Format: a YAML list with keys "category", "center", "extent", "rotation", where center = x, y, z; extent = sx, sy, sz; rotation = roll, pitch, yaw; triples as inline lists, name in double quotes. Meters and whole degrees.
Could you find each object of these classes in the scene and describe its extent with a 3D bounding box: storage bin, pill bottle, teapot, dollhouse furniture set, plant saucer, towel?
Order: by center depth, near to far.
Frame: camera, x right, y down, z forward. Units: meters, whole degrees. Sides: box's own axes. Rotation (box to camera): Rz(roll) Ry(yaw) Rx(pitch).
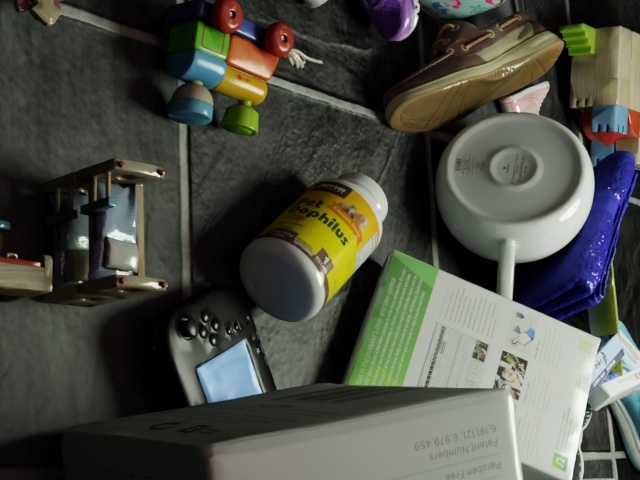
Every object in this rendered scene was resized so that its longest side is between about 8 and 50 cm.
- category: "dollhouse furniture set"
  center: [-0.259, -0.011, 1.081]
  extent: [0.183, 0.129, 0.129]
  rotation: [10, 73, -47]
- category: "pill bottle"
  center: [0.000, 0.000, 1.387]
  extent: [0.215, 0.117, 0.117]
  rotation: [-46, 114, -45]
- category: "teapot"
  center: [0.295, -0.054, 1.686]
  extent: [0.256, 0.252, 0.187]
  rotation: [-33, 147, -13]
- category: "towel"
  center: [0.392, 0.015, 1.750]
  extent: [0.076, 0.227, 0.308]
  rotation: [39, 51, -9]
- category: "plant saucer"
  center: [0.452, 0.092, 1.780]
  extent: [0.188, 0.045, 0.188]
  rotation: [-72, 152, -57]
- category: "storage bin"
  center: [0.276, -0.356, 1.834]
  extent: [0.091, 0.098, 0.135]
  rotation: [-3, 82, -21]

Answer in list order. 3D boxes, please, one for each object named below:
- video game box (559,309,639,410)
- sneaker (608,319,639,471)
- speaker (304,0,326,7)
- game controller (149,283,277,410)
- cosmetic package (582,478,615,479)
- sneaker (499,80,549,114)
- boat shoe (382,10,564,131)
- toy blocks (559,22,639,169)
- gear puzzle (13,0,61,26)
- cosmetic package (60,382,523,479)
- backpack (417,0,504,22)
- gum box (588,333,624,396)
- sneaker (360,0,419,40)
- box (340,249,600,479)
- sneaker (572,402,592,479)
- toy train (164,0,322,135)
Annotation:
- category: "video game box"
  center: [0.442, 0.173, 1.831]
  extent: [0.187, 0.048, 0.205]
  rotation: [-7, 53, -52]
- category: "sneaker"
  center: [0.616, 0.262, 1.956]
  extent: [0.127, 0.208, 0.319]
  rotation: [-43, 112, -44]
- category: "speaker"
  center: [-0.037, -0.379, 1.497]
  extent: [0.136, 0.055, 0.055]
  rotation: [43, 51, -34]
- category: "game controller"
  center: [-0.096, 0.212, 1.259]
  extent: [0.166, 0.067, 0.319]
  rotation: [-25, 99, -49]
- category: "cosmetic package"
  center: [0.422, 0.606, 1.728]
  extent: [0.377, 0.097, 0.284]
  rotation: [-51, 121, -43]
- category: "sneaker"
  center: [0.359, -0.230, 1.917]
  extent: [0.134, 0.051, 0.070]
  rotation: [-28, 103, -46]
- category: "boat shoe"
  center: [0.216, -0.272, 1.696]
  extent: [0.342, 0.123, 0.123]
  rotation: [-27, 70, -25]
- category: "toy blocks"
  center: [0.587, -0.247, 2.111]
  extent: [0.381, 0.190, 0.261]
  rotation: [6, 86, -49]
- category: "gear puzzle"
  center: [-0.300, -0.393, 1.213]
  extent: [0.175, 0.044, 0.339]
  rotation: [44, 47, -30]
- category: "cosmetic package"
  center: [-0.018, 0.351, 1.042]
  extent: [0.327, 0.329, 0.394]
  rotation: [-5, 86, -33]
- category: "backpack"
  center: [0.220, -0.459, 1.661]
  extent: [0.225, 0.253, 0.191]
  rotation: [35, 55, -39]
- category: "gum box"
  center: [0.344, 0.200, 1.676]
  extent: [0.157, 0.184, 0.041]
  rotation: [-30, 103, -48]
- category: "sneaker"
  center: [0.057, -0.392, 1.589]
  extent: [0.104, 0.095, 0.236]
  rotation: [-27, 96, -42]
- category: "box"
  center: [0.203, 0.173, 1.490]
  extent: [0.322, 0.058, 0.232]
  rotation: [24, 56, -3]
- category: "sneaker"
  center: [0.369, 0.321, 1.761]
  extent: [0.275, 0.107, 0.110]
  rotation: [-66, 161, -43]
- category: "toy train"
  center: [-0.085, -0.193, 1.363]
  extent: [0.248, 0.105, 0.143]
  rotation: [17, 78, -46]
